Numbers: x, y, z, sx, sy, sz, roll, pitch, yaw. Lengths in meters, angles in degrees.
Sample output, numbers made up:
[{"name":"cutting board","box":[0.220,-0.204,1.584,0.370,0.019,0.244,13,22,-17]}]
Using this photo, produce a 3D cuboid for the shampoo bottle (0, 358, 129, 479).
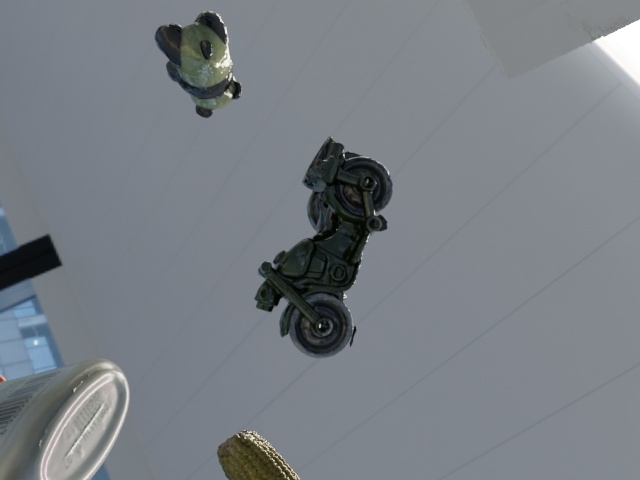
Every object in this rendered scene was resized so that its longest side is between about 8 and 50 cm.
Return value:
[{"name":"shampoo bottle","box":[-0.227,0.132,0.345,0.221,0.108,0.051,-17,-65,19]}]

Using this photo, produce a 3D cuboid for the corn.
[{"name":"corn","box":[-0.029,0.402,0.783,0.320,0.097,0.097,51,-55,9]}]

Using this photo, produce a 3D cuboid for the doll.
[{"name":"doll","box":[-0.247,-0.365,1.183,0.135,0.143,0.234,62,-11,18]}]

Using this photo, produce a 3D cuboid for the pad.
[{"name":"pad","box":[0.273,-0.269,0.585,0.232,0.004,0.156,-23,-121,16]}]

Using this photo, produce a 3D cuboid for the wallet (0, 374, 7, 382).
[{"name":"wallet","box":[-0.377,0.205,0.532,0.241,0.067,0.141,-14,-58,9]}]

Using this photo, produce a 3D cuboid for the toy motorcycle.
[{"name":"toy motorcycle","box":[0.000,0.000,0.706,0.205,0.127,0.275,146,-37,-78]}]
